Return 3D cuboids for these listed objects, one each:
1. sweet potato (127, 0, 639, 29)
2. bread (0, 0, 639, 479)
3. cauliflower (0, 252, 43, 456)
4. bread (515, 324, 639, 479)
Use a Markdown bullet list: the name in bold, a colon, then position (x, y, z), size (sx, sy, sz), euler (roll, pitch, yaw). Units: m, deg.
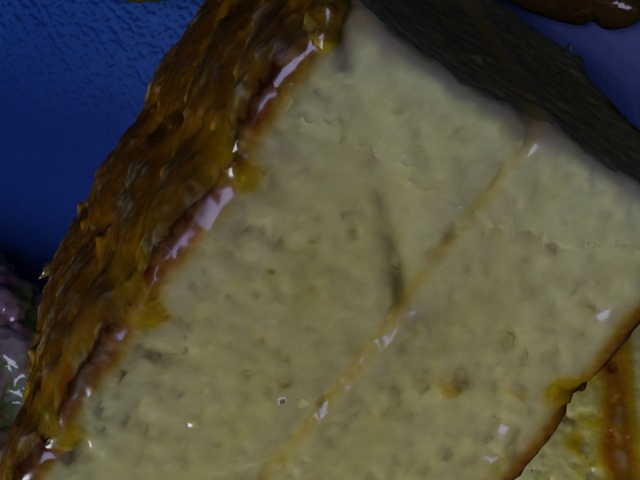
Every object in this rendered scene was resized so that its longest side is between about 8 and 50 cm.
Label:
- **sweet potato**: position (0.019, -0.186, 0.697), size (0.346, 0.079, 0.108), euler (8, 130, 17)
- **bread**: position (0.000, 0.000, 0.598), size (0.207, 0.279, 0.279), euler (28, 109, -16)
- **cauliflower**: position (-0.259, 0.128, 0.803), size (0.256, 0.239, 0.315), euler (24, 141, 27)
- **bread**: position (0.171, 0.172, 0.654), size (0.167, 0.163, 0.264), euler (-11, 95, 21)
